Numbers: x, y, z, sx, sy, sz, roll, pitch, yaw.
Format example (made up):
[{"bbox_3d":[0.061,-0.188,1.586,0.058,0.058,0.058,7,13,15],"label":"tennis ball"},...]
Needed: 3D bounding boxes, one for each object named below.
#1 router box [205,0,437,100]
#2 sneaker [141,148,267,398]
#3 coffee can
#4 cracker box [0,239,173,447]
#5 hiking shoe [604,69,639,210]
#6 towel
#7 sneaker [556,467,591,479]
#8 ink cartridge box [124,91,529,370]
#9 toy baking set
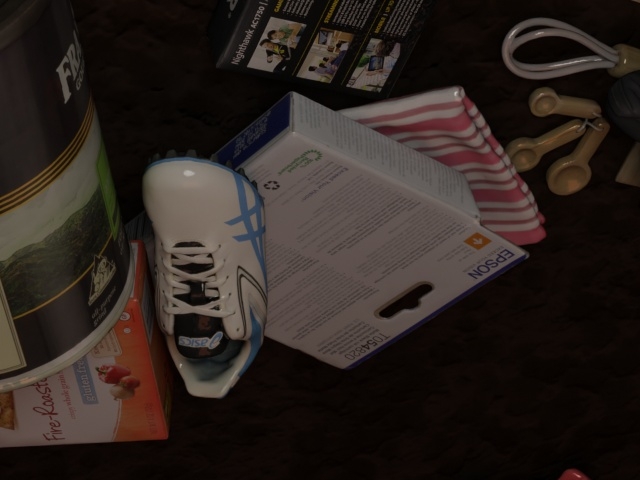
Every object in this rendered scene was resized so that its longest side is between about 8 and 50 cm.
[{"bbox_3d":[0.017,-0.184,1.280,0.133,0.046,0.179,9,130,-25],"label":"router box"},{"bbox_3d":[-0.079,0.026,1.328,0.085,0.086,0.237,0,143,5],"label":"sneaker"},{"bbox_3d":[-0.239,-0.064,1.207,0.201,0.201,0.275,-13,135,-5],"label":"coffee can"},{"bbox_3d":[-0.234,0.081,1.407,0.232,0.067,0.156,-3,135,5],"label":"cracker box"},{"bbox_3d":[0.276,-0.047,1.426,0.227,0.086,0.114,26,126,-36],"label":"hiking shoe"},{"bbox_3d":[0.070,-0.040,1.403,0.144,0.029,0.197,-14,144,20],"label":"towel"},{"bbox_3d":[0.116,0.277,1.723,0.313,0.116,0.136,-12,125,-15],"label":"sneaker"},{"bbox_3d":[0.000,0.000,1.402,0.224,0.045,0.223,26,138,-30],"label":"ink cartridge box"},{"bbox_3d":[0.231,-0.118,1.420,0.196,0.030,0.256,-13,135,-5],"label":"toy baking set"}]
